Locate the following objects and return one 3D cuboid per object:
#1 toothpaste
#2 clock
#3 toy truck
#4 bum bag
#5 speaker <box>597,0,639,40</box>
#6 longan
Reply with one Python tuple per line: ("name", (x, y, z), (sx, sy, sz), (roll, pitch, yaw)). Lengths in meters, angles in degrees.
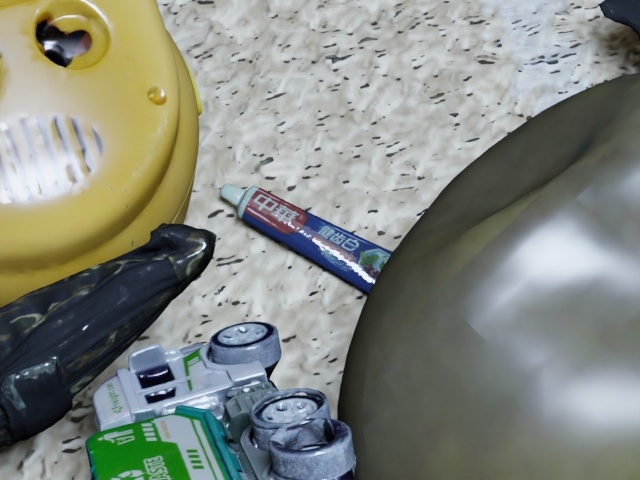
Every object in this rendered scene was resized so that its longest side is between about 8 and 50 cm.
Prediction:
("toothpaste", (0.000, 0.000, 0.947), (0.140, 0.021, 0.037), (28, 66, 7))
("clock", (-0.200, -0.106, 0.900), (0.244, 0.200, 0.317), (-18, 72, -13))
("toy truck", (-0.045, 0.130, 0.749), (0.124, 0.114, 0.253), (-13, 20, -12))
("bum bag", (-0.157, 0.068, 0.813), (0.248, 0.102, 0.069), (-30, 69, -4))
("speaker", (0.358, -0.109, 0.872), (0.180, 0.388, 0.184), (-36, 106, -24))
("longan", (0.170, 0.061, 0.796), (0.350, 0.288, 0.288), (-35, 69, -11))
